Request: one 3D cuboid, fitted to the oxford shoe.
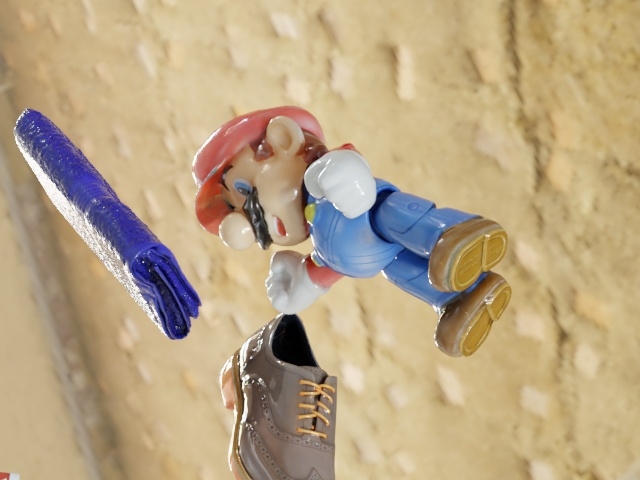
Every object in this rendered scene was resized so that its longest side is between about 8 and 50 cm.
[{"bbox_3d":[-0.038,0.231,2.102,0.133,0.130,0.363,-54,-145,25],"label":"oxford shoe"}]

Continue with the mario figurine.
[{"bbox_3d":[0.000,0.000,1.447,0.320,0.170,0.198,27,-70,35],"label":"mario figurine"}]

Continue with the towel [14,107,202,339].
[{"bbox_3d":[-0.277,-0.027,2.197,0.308,0.076,0.227,46,-13,30],"label":"towel"}]

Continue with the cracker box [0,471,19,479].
[{"bbox_3d":[-0.507,0.368,2.122,0.067,0.232,0.155,-26,-120,55],"label":"cracker box"}]
